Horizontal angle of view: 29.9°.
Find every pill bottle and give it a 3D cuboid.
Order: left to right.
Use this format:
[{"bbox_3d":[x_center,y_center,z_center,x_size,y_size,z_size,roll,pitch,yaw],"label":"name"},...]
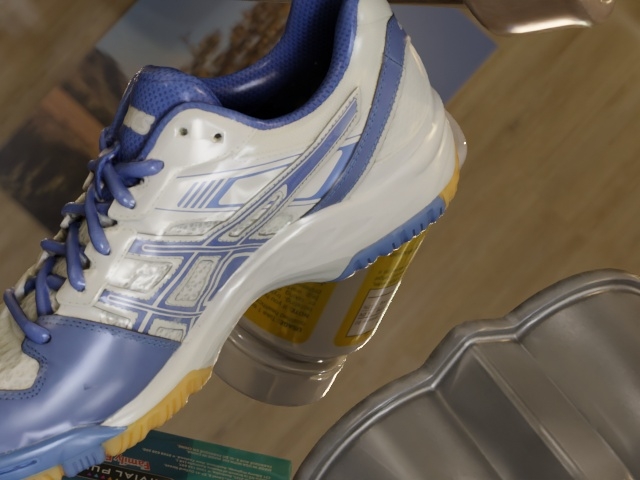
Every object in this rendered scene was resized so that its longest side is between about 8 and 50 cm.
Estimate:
[{"bbox_3d":[0.000,0.000,0.777,0.119,0.208,0.119,19,30,-12],"label":"pill bottle"}]

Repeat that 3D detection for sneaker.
[{"bbox_3d":[-0.077,-0.011,0.536,0.112,0.296,0.131,31,-28,49],"label":"sneaker"}]

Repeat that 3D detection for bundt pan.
[{"bbox_3d":[0.119,0.179,0.564,0.124,0.331,0.331,49,2,42],"label":"bundt pan"}]

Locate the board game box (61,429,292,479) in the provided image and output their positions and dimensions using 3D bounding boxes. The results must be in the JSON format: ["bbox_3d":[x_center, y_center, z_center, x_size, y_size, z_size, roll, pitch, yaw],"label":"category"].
[{"bbox_3d":[-0.186,0.285,0.903,0.253,0.336,0.079,14,30,-6],"label":"board game box"}]

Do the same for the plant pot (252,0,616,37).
[{"bbox_3d":[0.014,-0.218,0.606,0.229,0.263,0.263,-8,-31,24],"label":"plant pot"}]
